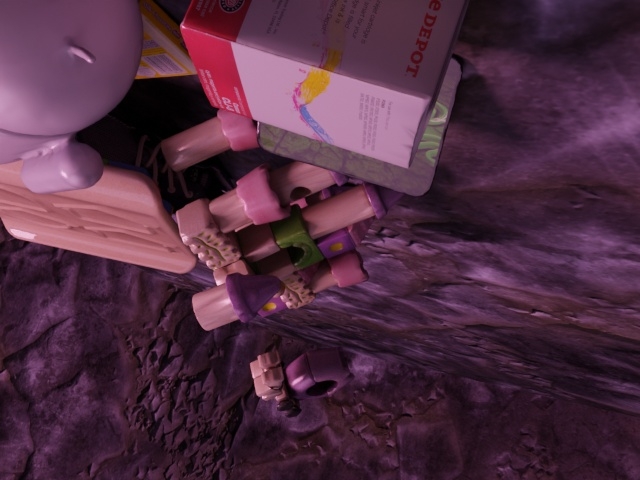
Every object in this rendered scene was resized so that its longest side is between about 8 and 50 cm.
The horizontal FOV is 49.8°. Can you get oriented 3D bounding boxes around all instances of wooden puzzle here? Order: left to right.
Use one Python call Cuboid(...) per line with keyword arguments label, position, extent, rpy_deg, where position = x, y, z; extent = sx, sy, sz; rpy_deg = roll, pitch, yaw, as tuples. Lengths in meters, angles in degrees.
Cuboid(label="wooden puzzle", position=(-0.341, -0.059, 0.954), extent=(0.322, 0.080, 0.348), rpy_deg=(12, 163, 1))

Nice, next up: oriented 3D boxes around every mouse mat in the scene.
Cuboid(label="mouse mat", position=(0.029, -0.127, 0.662), extent=(0.189, 0.007, 0.153), rpy_deg=(17, 129, 10))

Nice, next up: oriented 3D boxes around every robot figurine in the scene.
Cuboid(label="robot figurine", position=(-0.300, -0.183, 0.657), extent=(0.353, 0.200, 0.300), rpy_deg=(-7, 112, 50))

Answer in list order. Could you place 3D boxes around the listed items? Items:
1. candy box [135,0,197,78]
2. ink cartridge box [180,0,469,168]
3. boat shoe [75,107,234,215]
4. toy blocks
Cuboid(label="candy box", position=(-0.226, -0.224, 0.782), extent=(0.206, 0.027, 0.105), rpy_deg=(8, 157, 41))
Cuboid(label="ink cartridge box", position=(0.011, -0.154, 0.515), extent=(0.176, 0.128, 0.127), rpy_deg=(19, 166, 7))
Cuboid(label="boat shoe", position=(-0.254, -0.121, 1.050), extent=(0.158, 0.127, 0.340), rpy_deg=(8, 170, 18))
Cuboid(label="toy blocks", position=(0.000, 0.000, 0.845), extent=(0.260, 0.309, 0.288), rpy_deg=(-22, 148, 7))
